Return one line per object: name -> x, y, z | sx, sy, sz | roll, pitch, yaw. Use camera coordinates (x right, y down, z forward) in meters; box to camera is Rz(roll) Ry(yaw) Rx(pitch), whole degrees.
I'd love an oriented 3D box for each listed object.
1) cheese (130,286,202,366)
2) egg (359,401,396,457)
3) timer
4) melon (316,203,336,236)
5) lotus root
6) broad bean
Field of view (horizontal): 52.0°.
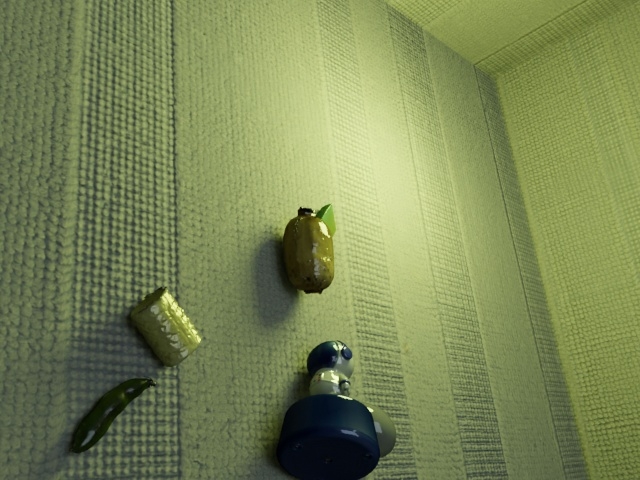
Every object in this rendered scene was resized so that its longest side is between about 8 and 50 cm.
cheese -> -0.374, 0.211, 1.589 | 0.167, 0.094, 0.123 | 58, 29, -16
egg -> 0.138, 0.559, 1.942 | 0.198, 0.146, 0.146 | 44, 43, -12
timer -> 0.023, 0.444, 1.827 | 0.270, 0.270, 0.383 | 39, 32, -29
melon -> 0.000, 0.001, 2.174 | 0.114, 0.053, 0.262 | 55, 40, -41
lotus root -> -0.038, 0.029, 2.020 | 0.160, 0.146, 0.284 | 17, 63, -52
broad bean -> -0.460, 0.370, 1.442 | 0.065, 0.046, 0.254 | 56, 39, -10
